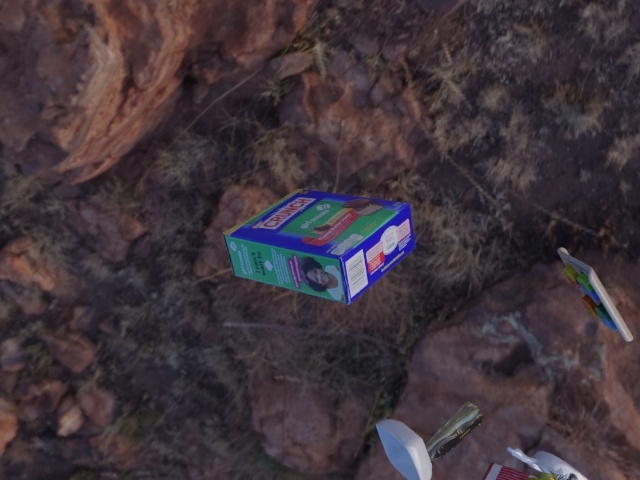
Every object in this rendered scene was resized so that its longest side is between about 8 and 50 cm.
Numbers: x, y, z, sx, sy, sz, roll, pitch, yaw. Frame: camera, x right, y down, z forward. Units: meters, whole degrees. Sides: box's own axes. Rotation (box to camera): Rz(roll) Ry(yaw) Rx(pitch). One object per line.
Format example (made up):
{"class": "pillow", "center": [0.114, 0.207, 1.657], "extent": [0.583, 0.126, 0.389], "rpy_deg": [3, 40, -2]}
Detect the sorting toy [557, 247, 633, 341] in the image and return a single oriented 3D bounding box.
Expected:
{"class": "sorting toy", "center": [0.609, 0.121, 1.757], "extent": [0.038, 0.208, 0.193], "rpy_deg": [-33, 104, 7]}

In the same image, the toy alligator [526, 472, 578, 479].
{"class": "toy alligator", "center": [0.376, 0.404, 1.249], "extent": [0.051, 0.056, 0.190], "rpy_deg": [15, 151, -11]}

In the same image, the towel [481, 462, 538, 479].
{"class": "towel", "center": [0.556, 0.727, 2.064], "extent": [0.329, 0.237, 0.037], "rpy_deg": [13, 134, 35]}

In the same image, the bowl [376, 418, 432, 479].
{"class": "bowl", "center": [0.194, 0.468, 1.743], "extent": [0.142, 0.053, 0.142], "rpy_deg": [29, 145, 58]}

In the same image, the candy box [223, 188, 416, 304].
{"class": "candy box", "center": [0.000, 0.000, 1.686], "extent": [0.317, 0.268, 0.122], "rpy_deg": [9, 121, 36]}

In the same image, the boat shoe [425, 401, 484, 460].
{"class": "boat shoe", "center": [0.327, 0.484, 1.994], "extent": [0.072, 0.190, 0.068], "rpy_deg": [43, 158, 40]}

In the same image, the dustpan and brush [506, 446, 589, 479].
{"class": "dustpan and brush", "center": [0.529, 0.535, 1.863], "extent": [0.211, 0.060, 0.147], "rpy_deg": [42, 162, -14]}
